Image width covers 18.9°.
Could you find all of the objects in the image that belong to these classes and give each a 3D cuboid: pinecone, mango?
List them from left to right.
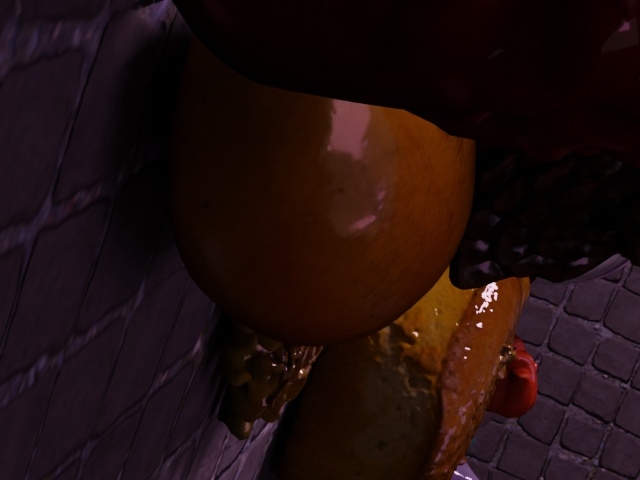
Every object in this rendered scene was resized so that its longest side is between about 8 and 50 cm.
[{"bbox_3d":[-0.002,-0.039,0.842,0.154,0.126,0.252,-54,162,-17],"label":"mango"},{"bbox_3d":[0.133,-0.130,1.018,0.298,0.242,0.296,89,10,-69],"label":"pinecone"}]

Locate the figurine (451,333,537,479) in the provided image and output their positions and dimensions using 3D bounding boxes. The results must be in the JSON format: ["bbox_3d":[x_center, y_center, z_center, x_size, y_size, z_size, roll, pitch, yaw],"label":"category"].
[{"bbox_3d":[0.140,0.173,2.002,0.208,0.181,0.257,57,43,-43],"label":"figurine"}]

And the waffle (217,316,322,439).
[{"bbox_3d":[0.000,0.000,1.177,0.229,0.051,0.232,97,18,-57],"label":"waffle"}]

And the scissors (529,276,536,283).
[{"bbox_3d":[0.132,0.022,1.721,0.247,0.017,0.144,-44,-149,49],"label":"scissors"}]

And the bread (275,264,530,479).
[{"bbox_3d":[0.069,0.118,1.559,0.268,0.145,0.268,-62,172,-14],"label":"bread"}]

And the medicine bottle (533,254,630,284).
[{"bbox_3d":[0.242,-0.056,1.905,0.316,0.202,0.202,8,105,-80],"label":"medicine bottle"}]

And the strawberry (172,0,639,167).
[{"bbox_3d":[0.074,-0.168,0.606,0.317,0.295,0.345,-30,-168,-7],"label":"strawberry"}]
